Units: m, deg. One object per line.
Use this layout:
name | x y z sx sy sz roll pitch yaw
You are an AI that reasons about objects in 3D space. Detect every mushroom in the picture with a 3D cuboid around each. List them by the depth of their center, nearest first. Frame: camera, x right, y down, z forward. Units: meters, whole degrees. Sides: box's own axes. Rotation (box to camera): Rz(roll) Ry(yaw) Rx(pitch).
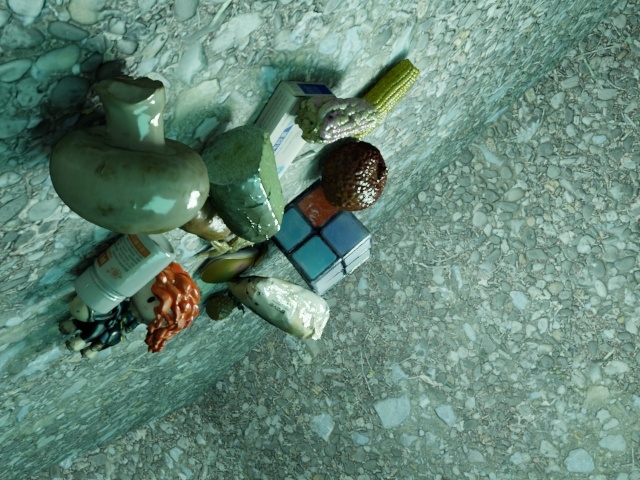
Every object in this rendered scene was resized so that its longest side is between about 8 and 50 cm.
mushroom | -0.345 -0.162 1.043 0.298 0.298 0.289 -15 127 -58

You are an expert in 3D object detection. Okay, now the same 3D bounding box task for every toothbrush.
toothbrush | -0.091 -0.263 1.814 0.204 0.017 0.022 -29 151 -34

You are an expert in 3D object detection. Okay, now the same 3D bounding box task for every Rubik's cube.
Rubik's cube | 0.000 0.000 2.219 0.316 0.318 0.313 -40 166 -4

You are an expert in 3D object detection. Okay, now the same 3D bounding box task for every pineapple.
pineapple | -0.388 0.266 2.463 0.277 0.130 0.118 -20 126 -48

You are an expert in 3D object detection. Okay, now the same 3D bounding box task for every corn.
corn | 0.059 -0.340 1.512 0.335 0.126 0.126 -26 160 -52
corn | 0.195 -0.461 1.787 0.305 0.106 0.106 -48 164 11

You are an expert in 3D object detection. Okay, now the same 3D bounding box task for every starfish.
starfish | -0.325 0.012 1.926 0.236 0.062 0.277 -17 172 -26

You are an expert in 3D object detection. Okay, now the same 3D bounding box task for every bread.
bread | -0.253 0.066 2.296 0.110 0.024 0.110 -54 -169 15

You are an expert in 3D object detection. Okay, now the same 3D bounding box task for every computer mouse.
computer mouse | -0.344 0.097 2.148 0.158 0.071 0.310 -44 166 23

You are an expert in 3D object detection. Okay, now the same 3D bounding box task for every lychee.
lychee | 0.123 -0.235 2.004 0.261 0.260 0.260 -37 165 -12

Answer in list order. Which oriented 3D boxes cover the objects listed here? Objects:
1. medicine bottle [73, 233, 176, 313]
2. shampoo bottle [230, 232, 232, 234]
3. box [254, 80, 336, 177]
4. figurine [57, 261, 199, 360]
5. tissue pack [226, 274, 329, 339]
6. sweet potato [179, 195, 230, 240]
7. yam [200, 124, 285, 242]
medicine bottle | -0.527 0.074 1.481 0.252 0.144 0.144 -43 165 3
shampoo bottle | -0.344 -0.028 1.860 0.048 0.027 0.137 -37 168 26
box | -0.117 -0.296 1.557 0.200 0.065 0.343 -19 154 -53
figurine | -0.585 0.220 1.691 0.412 0.241 0.306 -10 127 -30
tissue pack | -0.177 0.243 2.237 0.195 0.376 0.390 -61 -161 -13
sweet potato | -0.352 -0.083 1.486 0.131 0.131 0.337 -41 162 2
yam | -0.200 -0.138 1.454 0.202 0.202 0.271 -3 144 17
